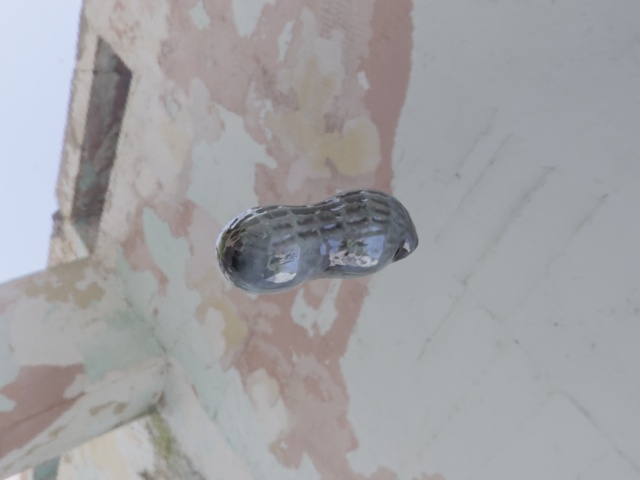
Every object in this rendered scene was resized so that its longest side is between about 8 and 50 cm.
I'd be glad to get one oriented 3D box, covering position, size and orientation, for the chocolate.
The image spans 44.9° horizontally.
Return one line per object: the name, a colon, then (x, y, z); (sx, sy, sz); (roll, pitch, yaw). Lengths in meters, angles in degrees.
chocolate: (0.000, 0.000, 0.594); (0.072, 0.167, 0.072); (35, -50, 54)
